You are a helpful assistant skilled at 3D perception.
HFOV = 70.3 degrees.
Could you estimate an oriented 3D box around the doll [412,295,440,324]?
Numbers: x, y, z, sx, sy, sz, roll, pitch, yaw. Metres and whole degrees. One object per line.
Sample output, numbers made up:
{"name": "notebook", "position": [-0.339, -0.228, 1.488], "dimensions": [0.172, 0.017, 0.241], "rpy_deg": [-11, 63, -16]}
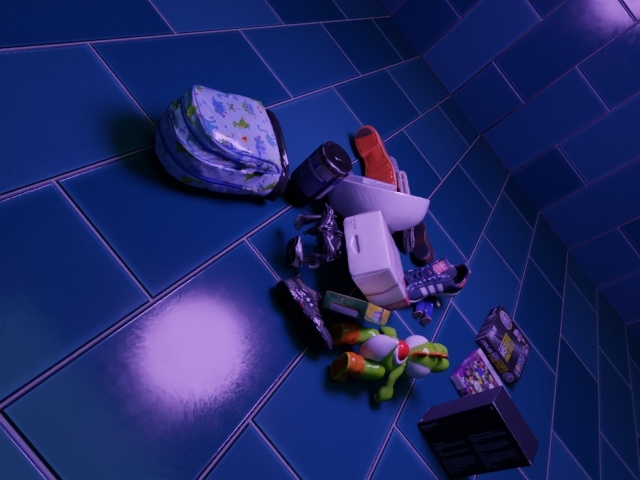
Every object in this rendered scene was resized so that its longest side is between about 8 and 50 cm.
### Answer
{"name": "doll", "position": [0.376, 0.209, 1.638], "dimensions": [0.129, 0.046, 0.189], "rpy_deg": [38, 40, -7]}

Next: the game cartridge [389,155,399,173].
{"name": "game cartridge", "position": [0.319, -0.335, 2.013], "dimensions": [0.056, 0.017, 0.083], "rpy_deg": [18, 50, -41]}

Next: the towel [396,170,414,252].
{"name": "towel", "position": [0.328, -0.111, 1.744], "dimensions": [0.187, 0.049, 0.282], "rpy_deg": [75, 12, -52]}

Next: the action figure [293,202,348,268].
{"name": "action figure", "position": [0.000, 0.000, 1.292], "dimensions": [0.276, 0.140, 0.164], "rpy_deg": [53, 30, -70]}

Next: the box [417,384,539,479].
{"name": "box", "position": [0.437, 0.542, 1.279], "dimensions": [0.103, 0.261, 0.184], "rpy_deg": [-26, 82, -51]}

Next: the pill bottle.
{"name": "pill bottle", "position": [-0.015, -0.196, 1.405], "dimensions": [0.122, 0.219, 0.123], "rpy_deg": [26, 46, -31]}

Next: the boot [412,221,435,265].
{"name": "boot", "position": [0.402, 0.018, 1.807], "dimensions": [0.106, 0.082, 0.219], "rpy_deg": [52, 28, -39]}

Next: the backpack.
{"name": "backpack", "position": [-0.260, -0.263, 1.215], "dimensions": [0.355, 0.273, 0.290], "rpy_deg": [-3, 71, -33]}

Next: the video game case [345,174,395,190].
{"name": "video game case", "position": [0.123, -0.212, 1.584], "dimensions": [0.193, 0.212, 0.023], "rpy_deg": [4, 101, -49]}

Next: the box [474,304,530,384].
{"name": "box", "position": [0.746, 0.418, 1.847], "dimensions": [0.216, 0.060, 0.270], "rpy_deg": [56, 38, 2]}

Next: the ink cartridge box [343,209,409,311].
{"name": "ink cartridge box", "position": [0.174, 0.071, 1.385], "dimensions": [0.283, 0.117, 0.207], "rpy_deg": [54, 25, -54]}

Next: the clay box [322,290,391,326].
{"name": "clay box", "position": [0.108, 0.195, 1.270], "dimensions": [0.222, 0.127, 0.053], "rpy_deg": [33, 73, -60]}

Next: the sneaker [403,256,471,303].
{"name": "sneaker", "position": [0.373, 0.124, 1.572], "dimensions": [0.349, 0.148, 0.131], "rpy_deg": [-3, 51, -32]}

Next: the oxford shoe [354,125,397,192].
{"name": "oxford shoe", "position": [0.248, -0.285, 1.820], "dimensions": [0.132, 0.129, 0.364], "rpy_deg": [17, 56, -56]}

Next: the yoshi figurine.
{"name": "yoshi figurine", "position": [0.189, 0.336, 1.299], "dimensions": [0.362, 0.204, 0.203], "rpy_deg": [12, 12, -23]}

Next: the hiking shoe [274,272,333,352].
{"name": "hiking shoe", "position": [-0.021, 0.189, 1.220], "dimensions": [0.114, 0.086, 0.227], "rpy_deg": [-25, 80, -48]}

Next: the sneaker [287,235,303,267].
{"name": "sneaker", "position": [-0.071, 0.035, 1.329], "dimensions": [0.043, 0.040, 0.109], "rpy_deg": [41, 42, -38]}

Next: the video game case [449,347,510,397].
{"name": "video game case", "position": [0.568, 0.520, 1.604], "dimensions": [0.232, 0.042, 0.210], "rpy_deg": [-18, 75, -50]}

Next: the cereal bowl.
{"name": "cereal bowl", "position": [0.180, -0.106, 1.511], "dimensions": [0.338, 0.339, 0.141], "rpy_deg": [5, 101, -43]}
